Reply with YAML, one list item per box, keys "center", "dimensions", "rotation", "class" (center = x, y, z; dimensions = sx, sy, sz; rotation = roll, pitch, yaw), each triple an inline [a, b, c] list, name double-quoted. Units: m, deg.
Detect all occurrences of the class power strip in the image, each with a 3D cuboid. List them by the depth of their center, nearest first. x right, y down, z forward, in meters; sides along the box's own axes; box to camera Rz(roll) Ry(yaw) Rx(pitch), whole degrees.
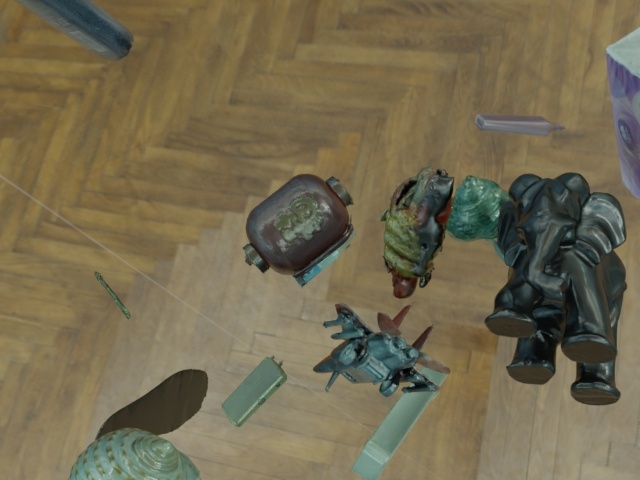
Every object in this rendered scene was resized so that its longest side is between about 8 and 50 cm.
- center: [0.180, 0.366, 1.645]
  dimensions: [0.062, 0.385, 0.091]
  rotation: [34, 123, 14]
  class: "power strip"
- center: [-0.138, 0.321, 1.677]
  dimensions: [0.169, 0.028, 0.076]
  rotation: [-45, 43, -2]
  class: "power strip"

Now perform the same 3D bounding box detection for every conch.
- center: [-0.188, 0.237, 0.763]
  dimensions: [0.153, 0.135, 0.102]
  rotation: [-26, 74, 31]
  class: "conch"
- center: [0.328, -0.044, 1.490]
  dimensions: [0.196, 0.202, 0.134]
  rotation: [16, 83, 55]
  class: "conch"

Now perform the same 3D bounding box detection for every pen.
- center: [0.402, -0.229, 1.546]
  dimensions: [0.197, 0.032, 0.053]
  rotation: [1, 32, -17]
  class: "pen"

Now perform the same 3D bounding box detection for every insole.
- center: [-0.269, 0.282, 1.285]
  dimensions: [0.007, 0.328, 0.111]
  rotation: [11, 101, 21]
  class: "insole"

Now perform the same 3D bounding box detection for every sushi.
- center: [0.135, -0.016, 1.139]
  dimensions: [0.097, 0.103, 0.226]
  rotation: [18, 120, 11]
  class: "sushi"

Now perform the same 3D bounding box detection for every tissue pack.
- center: [0.649, -0.240, 1.368]
  dimensions: [0.242, 0.338, 0.160]
  rotation: [-28, 42, 0]
  class: "tissue pack"

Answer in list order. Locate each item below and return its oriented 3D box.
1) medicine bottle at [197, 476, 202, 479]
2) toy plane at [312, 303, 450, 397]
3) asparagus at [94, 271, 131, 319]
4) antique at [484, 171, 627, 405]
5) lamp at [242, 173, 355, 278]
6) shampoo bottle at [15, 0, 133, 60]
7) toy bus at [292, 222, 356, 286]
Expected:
- center: [-0.345, 0.477, 1.279]
  dimensions: [0.341, 0.130, 0.130]
  rotation: [-22, 59, -36]
  class: "medicine bottle"
- center: [0.064, 0.199, 1.283]
  dimensions: [0.223, 0.326, 0.104]
  rotation: [41, 51, -13]
  class: "toy plane"
- center: [-0.433, 0.112, 1.618]
  dimensions: [0.013, 0.016, 0.166]
  rotation: [-48, 53, 0]
  class: "asparagus"
- center: [0.345, 0.062, 1.129]
  dimensions: [0.185, 0.322, 0.255]
  rotation: [-1, 56, 27]
  class: "antique"
- center: [-0.047, -0.025, 1.608]
  dimensions: [0.258, 0.180, 0.180]
  rotation: [-40, 65, -2]
  class: "lamp"
- center: [-0.312, -0.277, 0.867]
  dimensions: [0.087, 0.234, 0.049]
  rotation: [25, 87, 35]
  class: "shampoo bottle"
- center: [0.000, 0.000, 2.056]
  dimensions: [0.165, 0.271, 0.133]
  rotation: [-36, 93, 21]
  class: "toy bus"
